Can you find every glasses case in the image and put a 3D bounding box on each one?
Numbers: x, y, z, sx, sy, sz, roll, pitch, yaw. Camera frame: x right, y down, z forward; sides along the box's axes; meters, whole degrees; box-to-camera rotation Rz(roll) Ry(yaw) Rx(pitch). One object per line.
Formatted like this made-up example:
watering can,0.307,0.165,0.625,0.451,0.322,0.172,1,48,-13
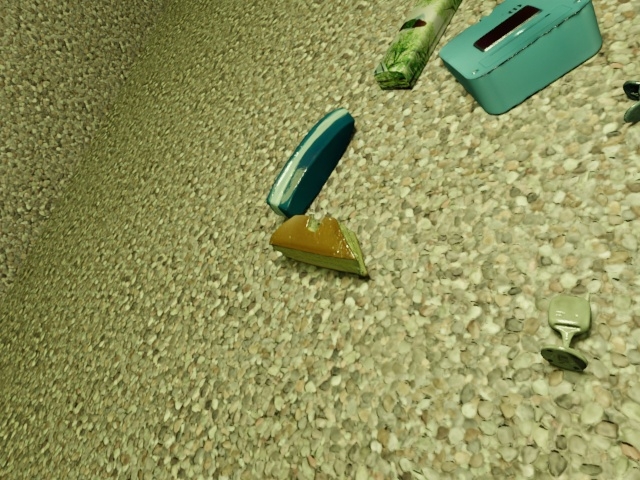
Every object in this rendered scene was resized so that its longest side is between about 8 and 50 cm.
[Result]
glasses case,0.226,-0.480,1.048,0.095,0.062,0.272,18,74,44

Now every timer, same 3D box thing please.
timer,0.373,-0.383,0.877,0.231,0.091,0.250,-33,35,19

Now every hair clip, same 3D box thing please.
hair clip,0.557,-0.217,0.622,0.229,0.039,0.070,-3,59,36

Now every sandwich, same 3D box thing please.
sandwich,0.000,0.000,0.887,0.244,0.090,0.089,11,72,42

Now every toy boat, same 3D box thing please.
toy boat,-0.010,-0.182,1.019,0.061,0.096,0.299,25,77,35

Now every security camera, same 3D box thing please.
security camera,0.324,0.116,0.586,0.058,0.058,0.092,5,53,41
